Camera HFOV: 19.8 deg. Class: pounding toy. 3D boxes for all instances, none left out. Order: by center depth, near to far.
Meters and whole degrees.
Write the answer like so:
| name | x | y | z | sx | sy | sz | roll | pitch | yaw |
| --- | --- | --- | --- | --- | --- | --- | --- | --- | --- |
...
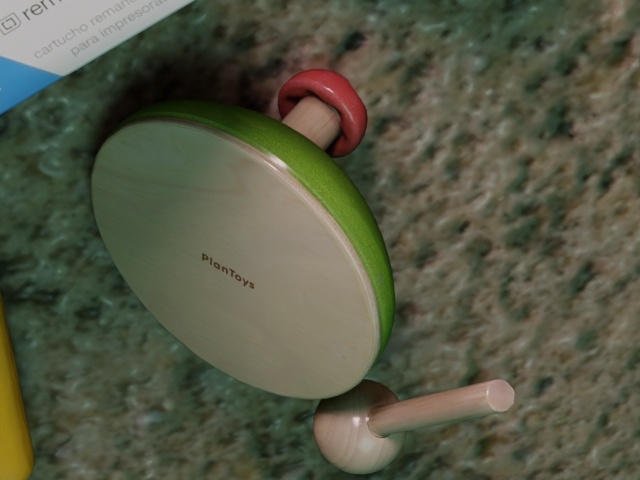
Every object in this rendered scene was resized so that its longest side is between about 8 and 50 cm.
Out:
| name | x | y | z | sx | sy | sz | roll | pitch | yaw |
| --- | --- | --- | --- | --- | --- | --- | --- | --- | --- |
| pounding toy | 0.000 | 0.000 | 0.978 | 0.237 | 0.110 | 0.183 | 46 | 144 | -5 |

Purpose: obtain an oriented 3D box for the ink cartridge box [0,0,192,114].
| name | x | y | z | sx | sy | sz | roll | pitch | yaw |
| --- | --- | --- | --- | --- | --- | --- | --- | --- | --- |
| ink cartridge box | -0.173 | -0.186 | 0.723 | 0.171 | 0.168 | 0.233 | -29 | 132 | 9 |

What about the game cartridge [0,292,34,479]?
| name | x | y | z | sx | sy | sz | roll | pitch | yaw |
| --- | --- | --- | --- | --- | --- | --- | --- | --- | --- |
| game cartridge | -0.311 | 0.033 | 0.952 | 0.285 | 0.053 | 0.324 | -11 | 133 | -9 |
